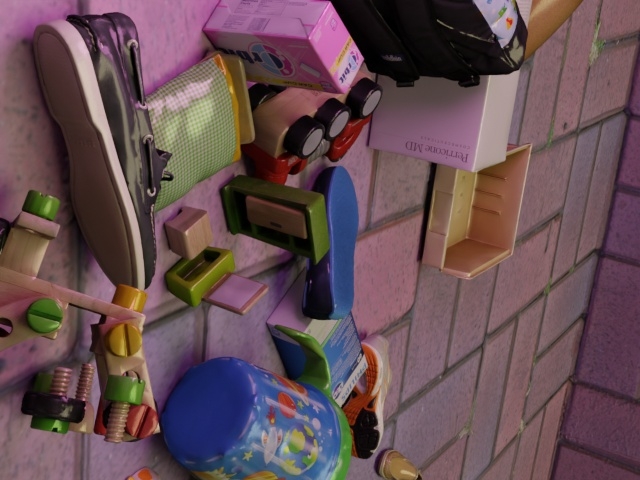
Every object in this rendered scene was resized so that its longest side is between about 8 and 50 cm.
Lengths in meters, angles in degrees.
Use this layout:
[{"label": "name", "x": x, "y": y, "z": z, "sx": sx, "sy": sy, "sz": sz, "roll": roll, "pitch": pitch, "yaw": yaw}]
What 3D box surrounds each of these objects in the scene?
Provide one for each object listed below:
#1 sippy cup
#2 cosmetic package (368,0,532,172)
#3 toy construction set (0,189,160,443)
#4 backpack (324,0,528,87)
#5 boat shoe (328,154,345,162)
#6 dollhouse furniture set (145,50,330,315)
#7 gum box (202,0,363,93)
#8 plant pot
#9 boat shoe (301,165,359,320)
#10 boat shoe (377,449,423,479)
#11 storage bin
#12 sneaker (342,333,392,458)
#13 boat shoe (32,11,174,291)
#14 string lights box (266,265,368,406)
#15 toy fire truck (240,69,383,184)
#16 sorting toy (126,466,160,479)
[{"label": "sippy cup", "x": -0.106, "y": 0.284, "z": 1.422, "sx": 0.224, "sy": 0.240, "sz": 0.305, "roll": 43, "pitch": 32, "yaw": -48}, {"label": "cosmetic package", "x": 0.229, "y": -0.330, "z": 1.678, "sx": 0.156, "sy": 0.217, "sz": 0.385, "roll": -18, "pitch": 118, "yaw": -57}, {"label": "toy construction set", "x": -0.268, "y": 0.085, "z": 1.045, "sx": 0.309, "sy": 0.257, "sz": 0.237, "roll": 75, "pitch": 24, "yaw": -76}, {"label": "backpack", "x": 0.127, "y": -0.402, "z": 1.426, "sx": 0.355, "sy": 0.290, "sz": 0.273, "roll": 19, "pitch": 79, "yaw": -55}, {"label": "boat shoe", "x": 0.046, "y": -0.191, "z": 1.606, "sx": 0.142, "sy": 0.049, "sz": 0.040, "roll": -58, "pitch": 167, "yaw": -23}, {"label": "dollhouse furniture set", "x": -0.115, "y": -0.071, "z": 1.259, "sx": 0.197, "sy": 0.151, "sz": 0.301, "roll": -45, "pitch": 141, "yaw": -38}, {"label": "gum box", "x": -0.052, "y": -0.254, "z": 1.248, "sx": 0.062, "sy": 0.188, "sz": 0.107, "roll": -62, "pitch": 142, "yaw": -19}, {"label": "plant pot", "x": 0.349, "y": -0.436, "z": 1.859, "sx": 0.254, "sy": 0.237, "sz": 0.237, "roll": -57, "pitch": 152, "yaw": 3}, {"label": "boat shoe", "x": 0.000, "y": 0.000, "z": 1.566, "sx": 0.109, "sy": 0.089, "sz": 0.258, "roll": 35, "pitch": 54, "yaw": -47}, {"label": "boat shoe", "x": 0.190, "y": 0.522, "z": 2.208, "sx": 0.190, "sy": 0.072, "sz": 0.068, "roll": 38, "pitch": 72, "yaw": -60}, {"label": "storage bin", "x": 0.335, "y": -0.079, "z": 2.093, "sx": 0.260, "sy": 0.123, "sz": 0.262, "roll": -22, "pitch": 124, "yaw": -56}, {"label": "sneaker", "x": 0.101, "y": 0.307, "z": 1.917, "sx": 0.121, "sy": 0.099, "sz": 0.262, "roll": -32, "pitch": 133, "yaw": -57}, {"label": "boat shoe", "x": -0.221, "y": -0.095, "z": 1.091, "sx": 0.113, "sy": 0.127, "sz": 0.340, "roll": -32, "pitch": 123, "yaw": -35}, {"label": "string lights box", "x": 0.001, "y": 0.183, "z": 1.685, "sx": 0.133, "sy": 0.076, "sz": 0.260, "roll": -54, "pitch": 146, "yaw": -31}, {"label": "toy fire truck", "x": -0.015, "y": -0.124, "z": 1.452, "sx": 0.217, "sy": 0.158, "sz": 0.246, "roll": -38, "pitch": 156, "yaw": -39}, {"label": "sorting toy", "x": -0.240, "y": 0.371, "z": 1.358, "sx": 0.045, "sy": 0.075, "sz": 0.083, "roll": 26, "pitch": 81, "yaw": -62}]
